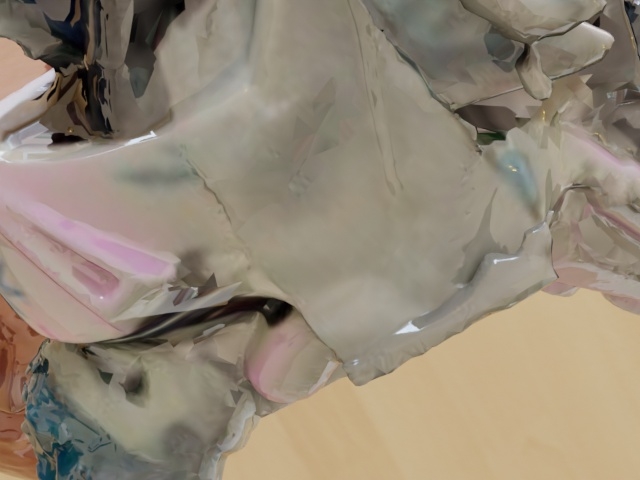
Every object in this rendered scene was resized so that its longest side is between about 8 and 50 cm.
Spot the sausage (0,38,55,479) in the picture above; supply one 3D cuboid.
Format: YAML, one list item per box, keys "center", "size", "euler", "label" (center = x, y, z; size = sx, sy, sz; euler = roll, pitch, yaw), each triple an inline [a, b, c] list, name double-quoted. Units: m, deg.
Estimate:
- center: [-0.101, -0.007, 0.678]
  size: [0.148, 0.254, 0.148]
  euler: [-3, 106, -10]
  label: "sausage"

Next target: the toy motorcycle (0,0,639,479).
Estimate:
- center: [-0.002, -0.003, 0.502]
  size: [0.239, 0.108, 0.204]
  euler: [19, 108, -14]
  label: "toy motorcycle"
